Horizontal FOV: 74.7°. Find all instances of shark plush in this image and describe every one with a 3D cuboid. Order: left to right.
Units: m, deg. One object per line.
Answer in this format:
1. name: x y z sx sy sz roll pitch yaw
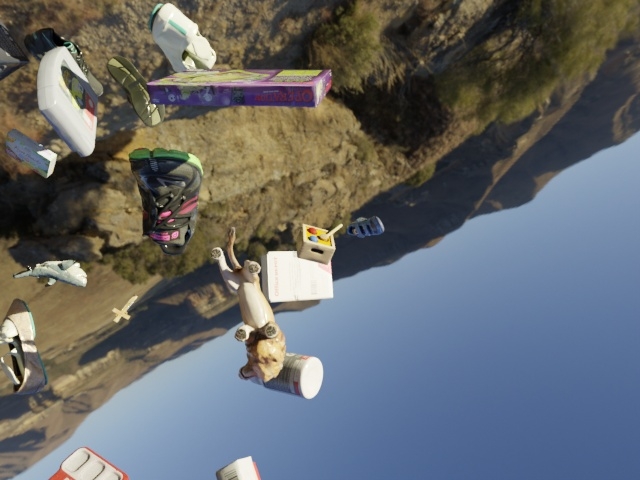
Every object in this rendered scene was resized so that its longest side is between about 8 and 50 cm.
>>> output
1. shark plush: -0.689 0.087 1.072 0.161 0.067 0.073 2 169 -31

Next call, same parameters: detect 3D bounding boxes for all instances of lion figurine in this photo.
1. lion figurine: -0.184 0.179 1.130 0.142 0.392 0.240 -11 162 -4

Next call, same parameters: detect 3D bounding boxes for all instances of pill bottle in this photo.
1. pill bottle: -0.148 0.541 1.724 0.283 0.161 0.161 1 -162 31

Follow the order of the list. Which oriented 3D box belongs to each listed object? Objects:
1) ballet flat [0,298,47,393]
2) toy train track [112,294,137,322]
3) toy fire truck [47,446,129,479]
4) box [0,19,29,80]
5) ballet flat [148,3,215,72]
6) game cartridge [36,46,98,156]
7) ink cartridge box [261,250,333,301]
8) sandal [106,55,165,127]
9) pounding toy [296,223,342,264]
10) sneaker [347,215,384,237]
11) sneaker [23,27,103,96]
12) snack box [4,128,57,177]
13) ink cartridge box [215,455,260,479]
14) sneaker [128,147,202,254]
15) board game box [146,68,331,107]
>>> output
1. ballet flat: -0.973 0.340 1.346 0.107 0.316 0.106 -28 170 29
2. toy train track: -0.516 0.182 1.113 0.083 0.048 0.014 -61 178 -32
3. toy fire truck: -0.517 0.607 0.903 0.302 0.169 0.254 15 -147 23
4. box: -1.139 -0.528 1.236 0.343 0.179 0.312 -26 -162 11
5. ballet flat: -0.377 -0.554 1.228 0.139 0.139 0.400 -31 -171 0
6. game cartridge: -0.700 -0.399 1.168 0.060 0.294 0.196 -19 145 0
7. ink cartridge box: -0.102 0.151 1.779 0.283 0.207 0.117 0 172 -24
8. sandal: -0.740 -0.600 1.702 0.120 0.303 0.086 -36 -171 -24
9. pounding toy: 0.000 0.000 1.422 0.130 0.141 0.100 -98 -154 -57
10. sneaker: 0.126 -0.034 1.175 0.059 0.053 0.144 -27 -170 -22
11. sneaker: -0.833 -0.589 1.404 0.106 0.101 0.267 -25 149 15
12. snack box: -0.937 -0.280 1.357 0.100 0.141 0.037 -40 -158 41
13. ink cartridge box: -0.124 0.551 0.869 0.066 0.189 0.232 -29 155 4
14. sneaker: -0.424 -0.096 1.198 0.185 0.202 0.483 -2 157 -10
15. board game box: -0.161 -0.334 0.906 0.346 0.056 0.208 4 -154 9
